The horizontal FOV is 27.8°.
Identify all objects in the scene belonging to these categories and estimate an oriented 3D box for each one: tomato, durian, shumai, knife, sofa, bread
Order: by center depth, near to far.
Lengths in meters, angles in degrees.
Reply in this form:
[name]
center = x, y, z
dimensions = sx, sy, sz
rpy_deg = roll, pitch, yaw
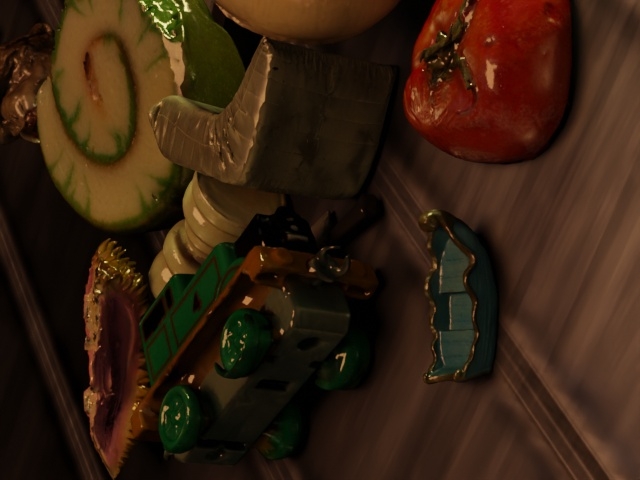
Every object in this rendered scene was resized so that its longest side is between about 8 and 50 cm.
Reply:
[tomato]
center = 0.162, -0.188, 1.369
dimensions = 0.228, 0.101, 0.228
rpy_deg = -15, 71, 54
[sofa]
center = -0.062, -0.157, 1.563
dimensions = 0.225, 0.210, 0.176
rpy_deg = 24, 104, 52
[knife]
center = 0.000, 0.000, 1.609
dimensions = 0.230, 0.028, 0.060
rpy_deg = -43, 46, 45
[bread]
center = -0.262, -0.193, 1.838
dimensions = 0.382, 0.129, 0.366
rpy_deg = -6, 94, 45
[durian]
center = -0.282, 0.150, 1.843
dimensions = 0.191, 0.112, 0.341
rpy_deg = -112, 21, -71
[shumai]
center = -0.479, -0.239, 2.202
dimensions = 0.185, 0.218, 0.184
rpy_deg = 34, 132, 4

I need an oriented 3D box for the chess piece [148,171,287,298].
[chess piece]
center = -0.152, 0.004, 1.733
dimensions = 0.243, 0.133, 0.133
rpy_deg = -53, 45, 42

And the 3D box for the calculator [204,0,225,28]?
[calculator]
center = -0.223, -0.262, 1.930
dimensions = 0.194, 0.043, 0.294
rpy_deg = 51, 126, 43

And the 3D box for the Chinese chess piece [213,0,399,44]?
[Chinese chess piece]
center = -0.019, -0.352, 1.493
dimensions = 0.112, 0.270, 0.270
rpy_deg = 110, 148, -54

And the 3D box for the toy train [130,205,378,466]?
[toy train]
center = -0.095, 0.116, 1.589
dimensions = 0.429, 0.178, 0.249
rpy_deg = -52, 42, 35

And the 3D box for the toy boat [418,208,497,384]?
[toy boat]
center = 0.137, 0.060, 1.371
dimensions = 0.075, 0.077, 0.185
rpy_deg = -6, 79, 53
